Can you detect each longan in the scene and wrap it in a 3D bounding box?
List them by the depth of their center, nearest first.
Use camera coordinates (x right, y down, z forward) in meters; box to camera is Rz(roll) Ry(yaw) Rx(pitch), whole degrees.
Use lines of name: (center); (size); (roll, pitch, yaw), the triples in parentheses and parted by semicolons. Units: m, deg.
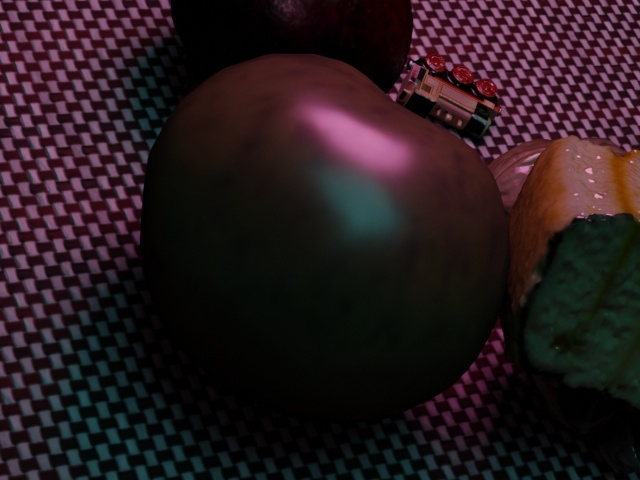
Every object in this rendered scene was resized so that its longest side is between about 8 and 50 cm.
longan: (0.000, 0.000, 1.708); (0.405, 0.336, 0.404); (5, 61, -9)

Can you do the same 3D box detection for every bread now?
bread: (0.327, 0.028, 1.821); (0.395, 0.239, 0.264); (19, 22, -31)

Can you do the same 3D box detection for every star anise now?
star anise: (0.316, 0.171, 1.911); (0.262, 0.081, 0.230); (13, 49, -31)

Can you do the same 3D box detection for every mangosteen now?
mangosteen: (-0.045, -0.249, 1.932); (0.293, 0.297, 0.297); (-35, 72, -7)

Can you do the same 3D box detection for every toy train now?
toy train: (0.167, -0.182, 2.144); (0.138, 0.050, 0.087); (26, 51, -8)

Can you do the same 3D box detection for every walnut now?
walnut: (0.290, -0.045, 2.021); (0.230, 0.178, 0.178); (2, 53, -21)
